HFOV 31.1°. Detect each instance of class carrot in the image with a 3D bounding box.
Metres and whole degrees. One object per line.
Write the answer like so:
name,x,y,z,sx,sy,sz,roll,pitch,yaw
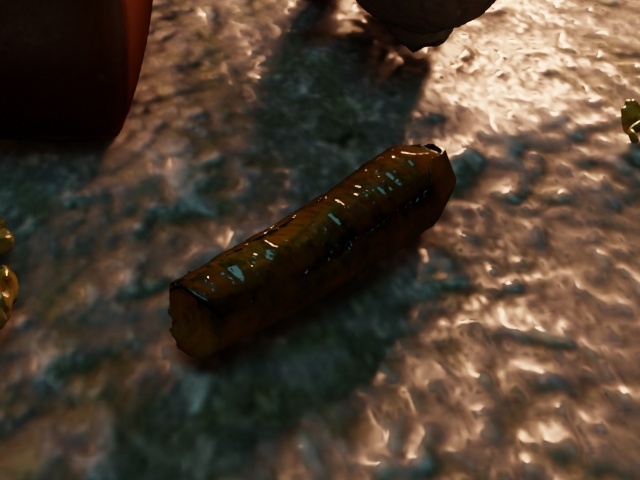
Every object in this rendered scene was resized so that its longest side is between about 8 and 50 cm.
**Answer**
carrot,0.000,0.000,0.800,0.070,0.070,0.260,30,44,33

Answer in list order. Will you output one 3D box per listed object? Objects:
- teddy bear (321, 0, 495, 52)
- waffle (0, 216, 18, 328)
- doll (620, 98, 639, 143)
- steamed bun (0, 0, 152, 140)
teddy bear,0.084,-0.282,1.129,0.236,0.151,0.267,-15,38,-20
waffle,-0.321,0.040,0.737,0.245,0.052,0.254,-2,36,-5
doll,0.335,-0.092,0.936,0.188,0.096,0.145,8,27,24
steamed bun,-0.263,-0.269,1.004,0.235,0.248,0.379,-1,37,-5
